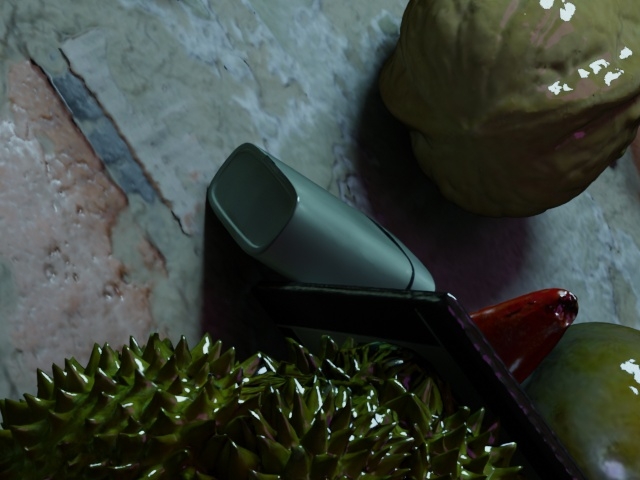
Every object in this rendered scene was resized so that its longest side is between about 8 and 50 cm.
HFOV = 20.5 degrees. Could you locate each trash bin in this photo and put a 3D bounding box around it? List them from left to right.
[{"bbox_3d":[0.000,0.000,1.187,0.130,0.059,0.116,33,8,-33],"label":"trash bin"}]

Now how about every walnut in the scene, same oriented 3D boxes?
[{"bbox_3d":[0.156,-0.134,1.388,0.225,0.225,0.261,56,34,-8],"label":"walnut"}]

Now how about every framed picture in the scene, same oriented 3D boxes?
[{"bbox_3d":[0.083,0.130,1.049,0.016,0.347,0.265,-40,100,-15],"label":"framed picture"}]

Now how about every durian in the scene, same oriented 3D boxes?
[{"bbox_3d":[-0.033,0.160,0.904,0.291,0.291,0.224,4,86,-50],"label":"durian"}]

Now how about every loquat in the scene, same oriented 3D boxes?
[{"bbox_3d":[0.224,0.163,1.293,0.179,0.179,0.227,4,55,-50],"label":"loquat"}]

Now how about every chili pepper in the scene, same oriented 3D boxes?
[{"bbox_3d":[0.110,0.075,1.210,0.088,0.169,0.065,59,34,1],"label":"chili pepper"}]

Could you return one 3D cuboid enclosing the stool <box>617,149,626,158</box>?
[{"bbox_3d":[0.284,-0.158,1.642,0.135,0.134,0.110,7,53,4],"label":"stool"}]
